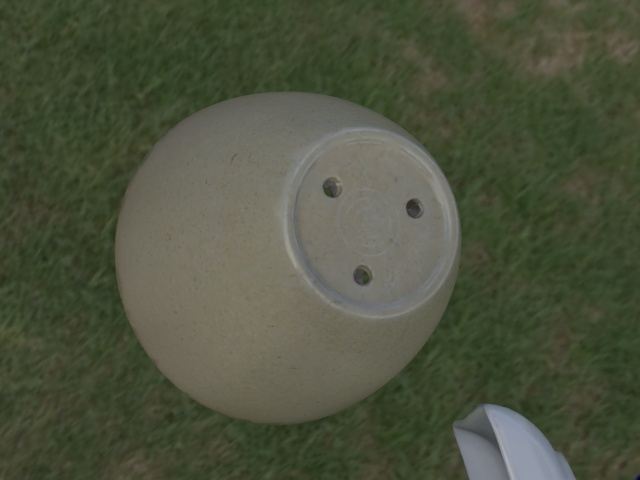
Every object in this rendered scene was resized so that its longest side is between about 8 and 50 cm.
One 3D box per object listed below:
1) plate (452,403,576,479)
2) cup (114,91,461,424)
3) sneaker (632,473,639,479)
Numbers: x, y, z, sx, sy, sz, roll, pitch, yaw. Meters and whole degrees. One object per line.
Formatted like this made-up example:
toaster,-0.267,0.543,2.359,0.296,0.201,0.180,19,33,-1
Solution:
plate,0.149,0.232,0.893,0.045,0.278,0.277,-18,81,-2
cup,0.000,0.000,1.370,0.331,0.237,0.331,4,79,-23
sneaker,0.299,0.161,1.070,0.127,0.182,0.315,13,75,-55
